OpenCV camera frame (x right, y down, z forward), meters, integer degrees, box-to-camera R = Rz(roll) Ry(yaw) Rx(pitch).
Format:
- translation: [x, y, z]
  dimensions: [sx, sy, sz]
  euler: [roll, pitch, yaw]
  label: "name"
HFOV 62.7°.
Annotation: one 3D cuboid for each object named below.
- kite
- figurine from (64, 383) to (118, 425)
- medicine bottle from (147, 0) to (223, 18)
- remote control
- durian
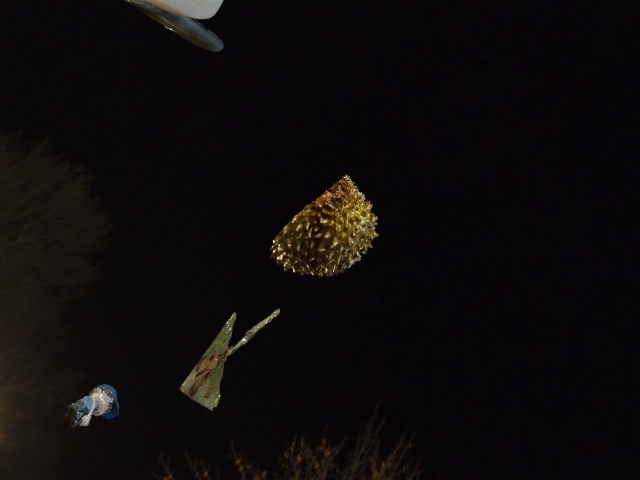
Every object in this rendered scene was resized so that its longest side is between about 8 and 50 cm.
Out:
- translation: [-0.156, 0.192, 0.884]
  dimensions: [0.250, 0.229, 0.012]
  euler: [-41, -65, 20]
  label: "kite"
- translation: [-0.587, 0.428, 1.353]
  dimensions: [0.087, 0.149, 0.086]
  euler: [12, -82, 23]
  label: "figurine"
- translation: [-0.235, -0.410, 0.687]
  dimensions: [0.111, 0.296, 0.161]
  euler: [23, -78, 23]
  label: "medicine bottle"
- translation: [-0.317, -0.481, 1.143]
  dimensions: [0.107, 0.377, 0.044]
  euler: [26, -79, 4]
  label: "remote control"
- translation: [0.011, 0.006, 1.033]
  dimensions: [0.138, 0.183, 0.250]
  euler: [50, -35, 6]
  label: "durian"
